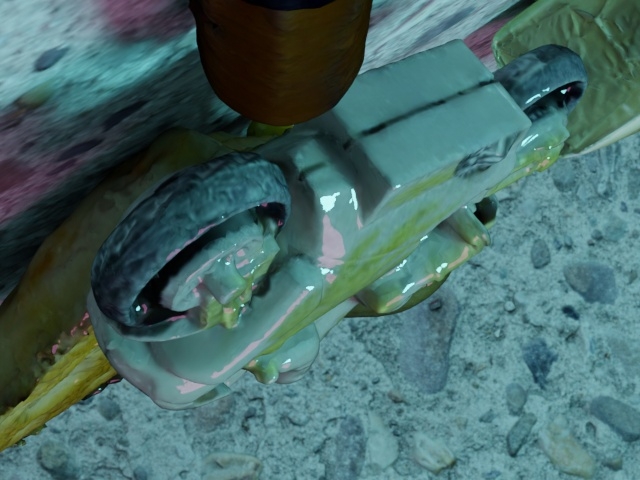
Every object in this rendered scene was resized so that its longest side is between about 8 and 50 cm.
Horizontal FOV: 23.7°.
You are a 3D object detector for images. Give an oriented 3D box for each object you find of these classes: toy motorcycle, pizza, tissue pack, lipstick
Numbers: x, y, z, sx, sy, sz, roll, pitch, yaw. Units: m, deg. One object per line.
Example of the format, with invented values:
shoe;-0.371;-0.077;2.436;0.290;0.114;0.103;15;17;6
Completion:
toy motorcycle;0.000;0.000;0.767;0.341;0.108;0.223;-24;159;-43
pizza;-0.141;0.043;1.015;0.392;0.080;0.435;-39;172;7
tissue pack;0.258;-0.161;1.159;0.159;0.125;0.234;-33;174;34
lipstick;-0.010;-0.093;0.448;0.077;0.077;0.418;-29;177;-4

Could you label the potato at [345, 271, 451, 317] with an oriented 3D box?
potato;0.036;-0.012;1.311;0.178;0.160;0.235;-2;171;-34
